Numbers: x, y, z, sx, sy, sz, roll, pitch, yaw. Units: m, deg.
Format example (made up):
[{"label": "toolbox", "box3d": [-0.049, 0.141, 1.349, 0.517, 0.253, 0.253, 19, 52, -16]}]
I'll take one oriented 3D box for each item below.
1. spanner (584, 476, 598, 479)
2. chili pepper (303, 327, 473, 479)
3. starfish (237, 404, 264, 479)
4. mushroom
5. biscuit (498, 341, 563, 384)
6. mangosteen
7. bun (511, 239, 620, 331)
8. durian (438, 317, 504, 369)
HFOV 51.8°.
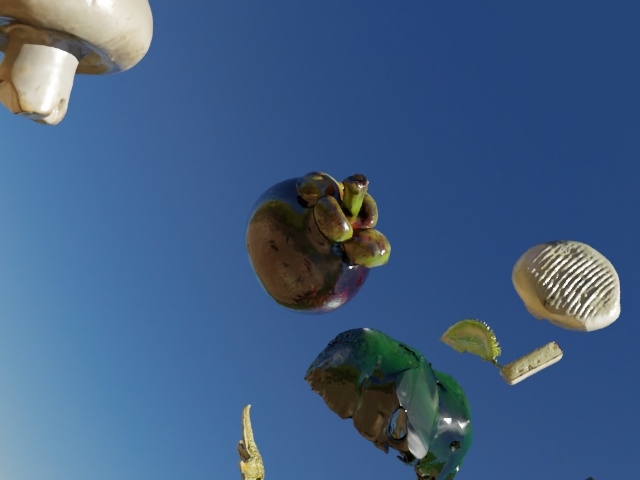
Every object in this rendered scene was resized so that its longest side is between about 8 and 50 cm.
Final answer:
[{"label": "spanner", "box3d": [0.374, 0.532, 1.142, 0.095, 0.040, 0.325, 29, -74, -16]}, {"label": "chili pepper", "box3d": [0.103, 0.190, 0.760, 0.116, 0.148, 0.264, -10, -41, 46]}, {"label": "starfish", "box3d": [-0.120, 0.359, 1.078, 0.208, 0.053, 0.176, 141, -54, -72]}, {"label": "mushroom", "box3d": [-0.285, -0.217, 0.691, 0.204, 0.204, 0.204, 32, -42, 35]}, {"label": "biscuit", "box3d": [0.602, 0.351, 1.882, 0.052, 0.188, 0.056, 87, -22, -64]}, {"label": "mangosteen", "box3d": [-0.011, 0.005, 1.459, 0.330, 0.330, 0.330, 32, -42, 35]}, {"label": "bun", "box3d": [0.537, 0.104, 1.449, 0.237, 0.210, 0.116, 34, -25, 10]}, {"label": "durian", "box3d": [0.410, 0.270, 1.723, 0.215, 0.100, 0.086, 17, -32, 51]}]
